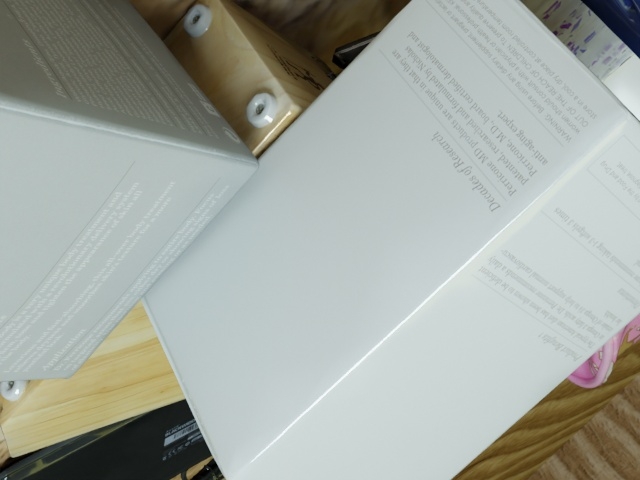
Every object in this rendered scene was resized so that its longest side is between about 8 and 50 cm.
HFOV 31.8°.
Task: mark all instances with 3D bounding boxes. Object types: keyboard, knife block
[{"bbox_3d":[-0.104,0.150,0.843,0.317,0.033,0.201,-24,148,-31],"label":"keyboard"},{"bbox_3d":[0.000,0.000,0.544,0.275,0.088,0.242,-46,140,16],"label":"knife block"}]

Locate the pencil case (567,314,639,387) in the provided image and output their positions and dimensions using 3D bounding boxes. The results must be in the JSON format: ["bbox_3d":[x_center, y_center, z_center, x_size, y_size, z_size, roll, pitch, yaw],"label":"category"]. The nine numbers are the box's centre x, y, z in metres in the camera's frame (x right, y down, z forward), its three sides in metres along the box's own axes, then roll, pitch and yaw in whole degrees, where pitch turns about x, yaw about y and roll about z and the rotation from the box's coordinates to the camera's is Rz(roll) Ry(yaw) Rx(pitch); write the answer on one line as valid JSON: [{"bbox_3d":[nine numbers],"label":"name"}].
[{"bbox_3d":[0.340,-0.020,1.052,0.386,0.167,0.160,-30,-171,-22],"label":"pencil case"}]

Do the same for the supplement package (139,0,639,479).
[{"bbox_3d":[0.038,0.007,0.419,0.179,0.105,0.105,-44,140,13],"label":"supplement package"}]

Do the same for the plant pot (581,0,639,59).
[{"bbox_3d":[0.211,-0.178,0.439,0.236,0.236,0.212,-42,151,8],"label":"plant pot"}]

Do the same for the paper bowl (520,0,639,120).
[{"bbox_3d":[0.205,-0.087,0.712,0.284,0.148,0.284,-34,159,-15],"label":"paper bowl"}]

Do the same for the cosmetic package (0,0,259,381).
[{"bbox_3d":[-0.140,-0.027,0.339,0.127,0.107,0.238,-45,155,16],"label":"cosmetic package"}]
